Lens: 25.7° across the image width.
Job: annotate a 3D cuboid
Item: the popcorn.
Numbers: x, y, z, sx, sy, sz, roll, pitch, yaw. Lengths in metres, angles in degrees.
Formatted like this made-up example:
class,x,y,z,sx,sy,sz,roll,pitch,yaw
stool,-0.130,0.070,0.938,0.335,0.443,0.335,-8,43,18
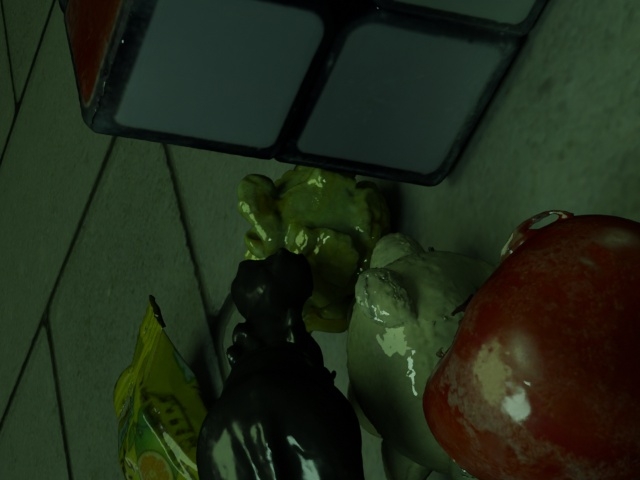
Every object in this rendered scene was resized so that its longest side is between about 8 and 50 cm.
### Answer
class,x,y,z,sx,sy,sz,roll,pitch,yaw
popcorn,0.000,0.000,1.207,0.141,0.135,0.162,-27,98,37

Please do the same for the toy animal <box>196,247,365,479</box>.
class,x,y,z,sx,sy,sz,roll,pitch,yaw
toy animal,-0.025,0.131,0.998,0.343,0.106,0.168,-100,-4,-72

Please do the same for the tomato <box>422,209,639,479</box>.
class,x,y,z,sx,sy,sz,roll,pitch,yaw
tomato,0.152,0.076,0.843,0.187,0.151,0.187,-58,-13,-22

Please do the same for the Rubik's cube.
class,x,y,z,sx,sy,sz,roll,pitch,yaw
Rubik's cube,-0.015,-0.264,1.081,0.318,0.316,0.313,-109,35,-45

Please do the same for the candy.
class,x,y,z,sx,sy,sz,roll,pitch,yaw
candy,-0.155,0.227,1.501,0.297,0.081,0.187,62,139,34

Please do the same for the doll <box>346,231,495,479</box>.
class,x,y,z,sx,sy,sz,roll,pitch,yaw
doll,0.079,0.083,1.048,0.175,0.149,0.278,58,169,-4
